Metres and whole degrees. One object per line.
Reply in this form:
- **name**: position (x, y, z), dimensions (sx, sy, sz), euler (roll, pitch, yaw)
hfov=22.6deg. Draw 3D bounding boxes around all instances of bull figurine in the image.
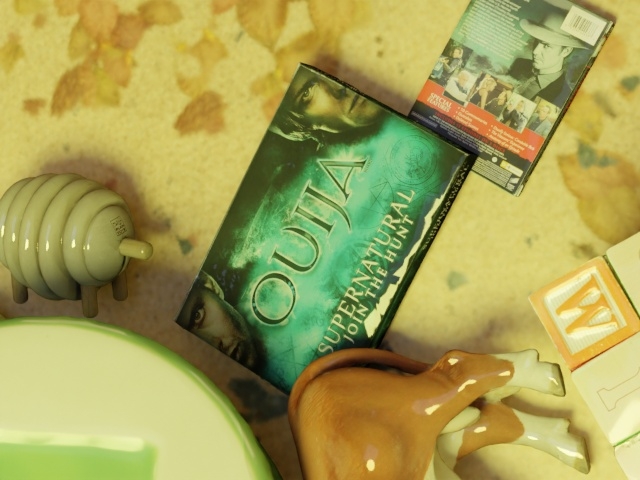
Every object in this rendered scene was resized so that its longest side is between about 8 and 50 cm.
- **bull figurine**: position (0.076, 0.208, 0.919), dimensions (0.188, 0.101, 0.310), euler (-14, 87, 12)

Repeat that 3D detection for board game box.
- **board game box**: position (0.000, 0.000, 0.993), dimensions (0.126, 0.026, 0.186), euler (30, 101, 19)

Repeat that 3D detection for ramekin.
- **ramekin**: position (-0.155, 0.190, 0.914), dimensions (0.303, 0.148, 0.303), euler (1, 69, -2)

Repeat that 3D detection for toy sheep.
- **toy sheep**: position (-0.162, 0.000, 1.029), dimensions (0.132, 0.091, 0.091), euler (7, 89, 25)

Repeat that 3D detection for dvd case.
- **dvd case**: position (0.112, -0.098, 0.973), dimensions (0.087, 0.013, 0.119), euler (30, 98, 19)

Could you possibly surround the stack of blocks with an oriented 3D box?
- **stack of blocks**: position (0.232, 0.138, 0.828), dimensions (0.087, 0.171, 0.297), euler (-31, 77, 16)

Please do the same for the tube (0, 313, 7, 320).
- **tube**: position (-0.222, 0.087, 1.063), dimensions (0.240, 0.062, 0.070), euler (42, 139, 13)
